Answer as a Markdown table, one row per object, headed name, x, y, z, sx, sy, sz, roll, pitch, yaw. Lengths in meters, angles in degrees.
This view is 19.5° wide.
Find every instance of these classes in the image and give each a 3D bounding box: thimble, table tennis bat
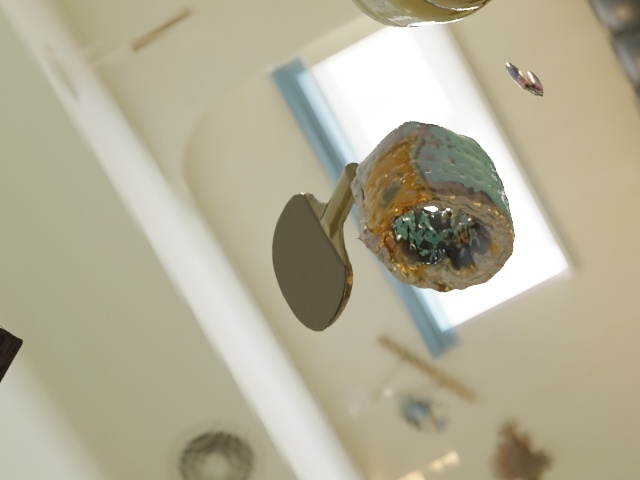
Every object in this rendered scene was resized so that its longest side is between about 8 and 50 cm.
| name | x | y | z | sx | sy | sz | roll | pitch | yaw |
| --- | --- | --- | --- | --- | --- | --- | --- | --- | --- |
| thimble | 0.111 | -0.033 | 1.832 | 0.151 | 0.127 | 0.118 | 27 | -148 | -30 |
| table tennis bat | 0.000 | 0.000 | 1.979 | 0.138 | 0.022 | 0.246 | 59 | 147 | 25 |

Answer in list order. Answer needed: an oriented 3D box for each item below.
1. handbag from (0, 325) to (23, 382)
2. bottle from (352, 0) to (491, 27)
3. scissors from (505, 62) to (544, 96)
| name | x | y | z | sx | sy | sz | roll | pitch | yaw |
| --- | --- | --- | --- | --- | --- | --- | --- | --- | --- |
| handbag | -0.467 | 0.134 | 1.668 | 0.303 | 0.329 | 0.122 | 33 | 162 | -17 |
| bottle | 0.128 | -0.328 | 2.085 | 0.171 | 0.172 | 0.351 | 62 | 175 | -8 |
| scissors | 0.242 | -0.184 | 2.169 | 0.039 | 0.012 | 0.113 | 22 | -164 | -14 |
